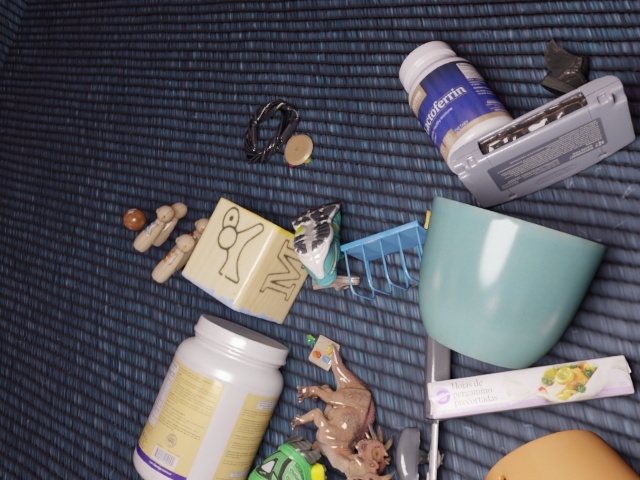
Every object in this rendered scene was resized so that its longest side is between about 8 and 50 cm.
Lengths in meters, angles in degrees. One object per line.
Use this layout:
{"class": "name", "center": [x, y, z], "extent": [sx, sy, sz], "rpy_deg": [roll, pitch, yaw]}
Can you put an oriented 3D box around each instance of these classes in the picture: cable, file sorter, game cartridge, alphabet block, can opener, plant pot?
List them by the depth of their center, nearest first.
{"class": "plant pot", "center": [0.373, 0.418, 0.907], "extent": [0.291, 0.291, 0.203], "rpy_deg": [-36, 43, 16]}
{"class": "plant pot", "center": [0.300, 0.076, 1.055], "extent": [0.293, 0.293, 0.235], "rpy_deg": [20, 97, 34]}
{"class": "game cartridge", "center": [0.400, -0.163, 1.114], "extent": [0.297, 0.198, 0.062], "rpy_deg": [-25, 63, 21]}
{"class": "can opener", "center": [0.190, 0.307, 1.147], "extent": [0.095, 0.076, 0.283], "rpy_deg": [3, 73, 5]}
{"class": "file sorter", "center": [0.149, 0.046, 1.249], "extent": [0.170, 0.118, 0.104], "rpy_deg": [-19, 69, 25]}
{"class": "alphabet block", "center": [-0.152, 0.047, 1.384], "extent": [0.192, 0.193, 0.197], "rpy_deg": [28, 90, 33]}
{"class": "cable", "center": [-0.140, -0.275, 1.567], "extent": [0.150, 0.047, 0.184], "rpy_deg": [39, 97, 40]}

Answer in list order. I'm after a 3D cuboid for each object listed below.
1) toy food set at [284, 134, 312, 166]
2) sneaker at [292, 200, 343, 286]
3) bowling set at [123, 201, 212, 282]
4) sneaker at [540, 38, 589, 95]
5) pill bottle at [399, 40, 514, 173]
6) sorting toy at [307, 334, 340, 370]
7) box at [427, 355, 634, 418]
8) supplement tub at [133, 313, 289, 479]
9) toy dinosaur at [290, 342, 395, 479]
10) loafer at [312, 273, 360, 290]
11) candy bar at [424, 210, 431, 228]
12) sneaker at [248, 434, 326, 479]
{"class": "toy food set", "center": [-0.054, -0.220, 1.517], "extent": [0.083, 0.020, 0.083], "rpy_deg": [4, 76, 32]}
{"class": "sneaker", "center": [0.000, 0.000, 1.312], "extent": [0.107, 0.110, 0.275], "rpy_deg": [-17, 25, 15]}
{"class": "bowling set", "center": [-0.359, -0.035, 1.461], "extent": [0.200, 0.287, 0.154], "rpy_deg": [41, 100, -6]}
{"class": "sneaker", "center": [0.495, -0.318, 1.197], "extent": [0.170, 0.051, 0.089], "rpy_deg": [39, 101, 38]}
{"class": "pill bottle", "center": [0.272, -0.273, 1.257], "extent": [0.153, 0.153, 0.265], "rpy_deg": [-36, 58, 17]}
{"class": "sorting toy", "center": [-0.003, 0.237, 1.339], "extent": [0.083, 0.012, 0.062], "rpy_deg": [24, 87, 34]}
{"class": "box", "center": [0.348, 0.251, 1.047], "extent": [0.324, 0.067, 0.063], "rpy_deg": [-12, 68, 14]}
{"class": "supplement tub", "center": [-0.220, 0.346, 1.296], "extent": [0.241, 0.241, 0.331], "rpy_deg": [19, 84, 34]}
{"class": "toy dinosaur", "center": [0.059, 0.352, 1.202], "extent": [0.200, 0.127, 0.296], "rpy_deg": [-4, 50, 19]}
{"class": "loafer", "center": [0.034, 0.093, 1.352], "extent": [0.125, 0.045, 0.039], "rpy_deg": [3, 92, 39]}
{"class": "candy bar", "center": [0.283, -0.027, 1.207], "extent": [0.161, 0.018, 0.040], "rpy_deg": [10, 63, 3]}
{"class": "sneaker", "center": [-0.079, 0.528, 1.148], "extent": [0.134, 0.146, 0.343], "rpy_deg": [21, 121, 46]}
